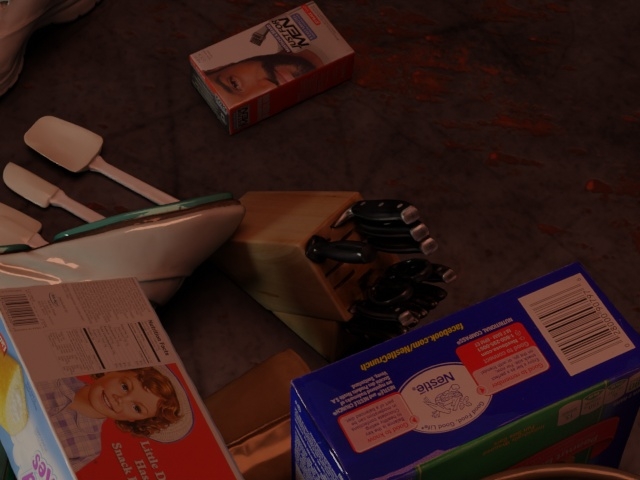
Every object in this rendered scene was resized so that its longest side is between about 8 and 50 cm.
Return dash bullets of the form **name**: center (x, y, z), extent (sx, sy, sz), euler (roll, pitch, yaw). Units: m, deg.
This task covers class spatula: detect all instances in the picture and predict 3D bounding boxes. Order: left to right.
- **spatula**: center (-0.244, -0.030, 1.462), extent (0.242, 0.019, 0.168), euler (27, 59, 14)

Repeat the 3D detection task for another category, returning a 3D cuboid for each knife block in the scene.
- **knife block**: center (0.000, 0.000, 1.324), extent (0.275, 0.242, 0.088), euler (39, 63, 20)

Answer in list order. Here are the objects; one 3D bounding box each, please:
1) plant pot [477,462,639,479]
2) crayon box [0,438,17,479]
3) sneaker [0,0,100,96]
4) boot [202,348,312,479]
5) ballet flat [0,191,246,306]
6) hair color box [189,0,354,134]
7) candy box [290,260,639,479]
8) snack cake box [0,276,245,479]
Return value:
- **plant pot**: center (0.179, 0.375, 1.070), extent (0.323, 0.280, 0.323), euler (2, 59, -4)
- **crayon box**: center (-0.339, 0.311, 1.170), extent (0.165, 0.081, 0.279), euler (-9, 55, 19)
- **sneaker**: center (-0.360, -0.269, 1.544), extent (0.111, 0.129, 0.297), euler (30, 62, 13)
- **boot**: center (-0.088, 0.243, 1.257), extent (0.269, 0.089, 0.236), euler (-24, 62, -19)
- **ballet flat**: center (-0.262, 0.050, 1.351), extent (0.400, 0.139, 0.139), euler (-11, 59, -2)
- **hair color box**: center (-0.055, -0.199, 1.561), extent (0.167, 0.053, 0.093), euler (-28, 64, -18)
- **candy box**: center (0.117, 0.193, 1.160), extent (0.268, 0.317, 0.122), euler (-21, 57, -15)
- **snack cake box**: center (-0.186, 0.160, 1.179), extent (0.152, 0.089, 0.264), euler (-3, 49, -39)
